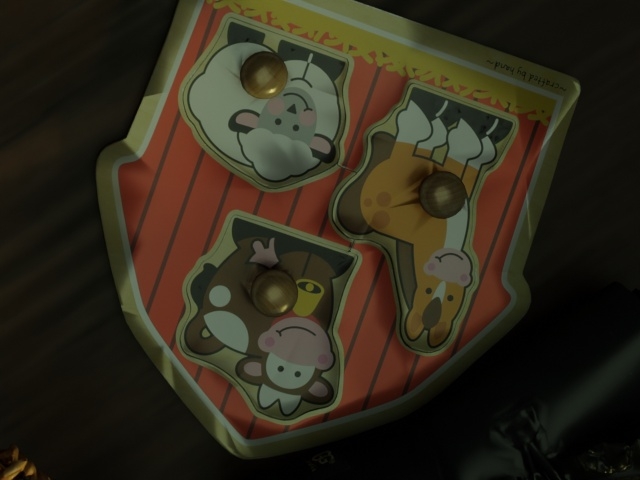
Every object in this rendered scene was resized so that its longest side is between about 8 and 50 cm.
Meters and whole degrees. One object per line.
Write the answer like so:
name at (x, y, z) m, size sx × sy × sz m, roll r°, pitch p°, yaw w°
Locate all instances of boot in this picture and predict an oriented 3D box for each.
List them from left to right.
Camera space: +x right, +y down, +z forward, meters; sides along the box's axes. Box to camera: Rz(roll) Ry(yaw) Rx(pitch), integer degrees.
boot at (0.099, 0.162, 0.773) m, size 0.207 × 0.094 × 0.246 m, roll -25°, pitch 99°, yaw -4°

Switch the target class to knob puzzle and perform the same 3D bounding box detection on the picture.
knob puzzle at (0.000, 0.000, 0.764) m, size 0.213 × 0.030 × 0.213 m, roll -2°, pitch 99°, yaw -10°

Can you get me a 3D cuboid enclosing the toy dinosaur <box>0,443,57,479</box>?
toy dinosaur at (-0.096, 0.224, 0.728) m, size 0.218 × 0.164 × 0.322 m, roll -17°, pitch 97°, yaw -16°
